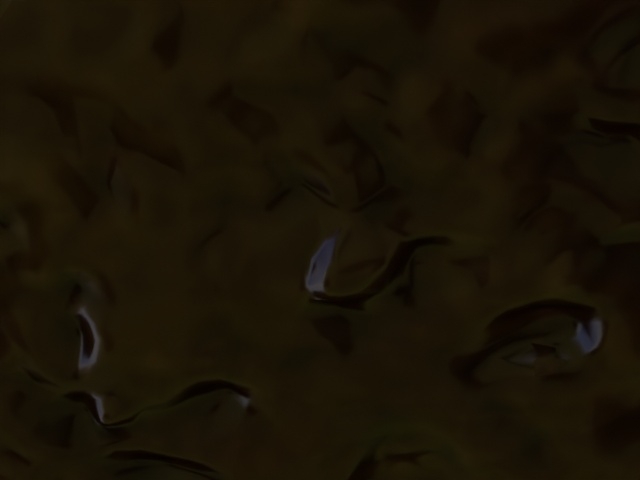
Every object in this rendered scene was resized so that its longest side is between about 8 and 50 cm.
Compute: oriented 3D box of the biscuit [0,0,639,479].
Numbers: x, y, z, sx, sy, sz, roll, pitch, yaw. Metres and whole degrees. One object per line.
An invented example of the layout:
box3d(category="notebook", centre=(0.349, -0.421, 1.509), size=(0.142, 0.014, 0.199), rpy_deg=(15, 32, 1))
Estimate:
box3d(category="biscuit", centre=(0.000, 0.000, 0.461), size=(0.343, 0.166, 0.395), rpy_deg=(5, -61, -8))
